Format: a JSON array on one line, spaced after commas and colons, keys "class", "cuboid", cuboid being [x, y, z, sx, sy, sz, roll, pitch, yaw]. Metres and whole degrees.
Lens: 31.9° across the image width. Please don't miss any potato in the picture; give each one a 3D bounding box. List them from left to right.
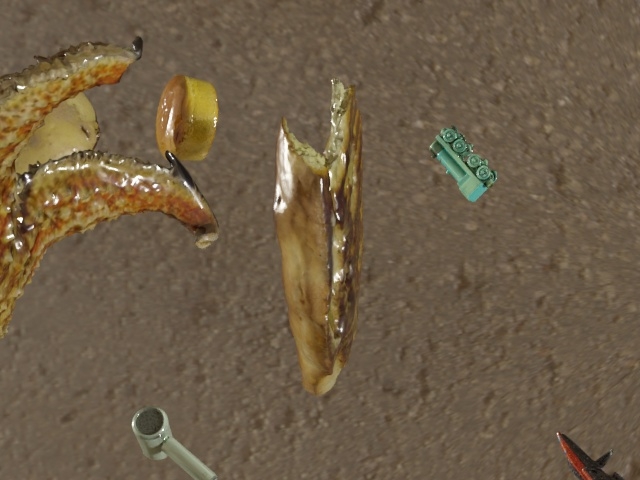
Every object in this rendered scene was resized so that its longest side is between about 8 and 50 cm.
[{"class": "potato", "cuboid": [-0.481, -0.184, 1.745, 0.239, 0.116, 0.299, -35, 39, -5]}]

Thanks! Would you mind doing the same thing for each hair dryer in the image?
[{"class": "hair dryer", "cuboid": [-0.143, 0.227, 1.168, 0.124, 0.063, 0.038, 35, 65, 21]}]

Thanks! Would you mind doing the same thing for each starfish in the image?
[{"class": "starfish", "cuboid": [-0.194, 0.026, 0.632, 0.303, 0.312, 0.113, -37, 79, -29]}]

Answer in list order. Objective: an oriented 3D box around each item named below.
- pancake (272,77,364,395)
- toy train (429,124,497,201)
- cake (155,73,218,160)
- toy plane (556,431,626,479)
[{"class": "pancake", "cuboid": [0.000, 0.000, 0.900, 0.056, 0.212, 0.258, 2, 85, 9]}, {"class": "toy train", "cuboid": [0.156, -0.086, 1.235, 0.045, 0.029, 0.092, -45, 60, 13]}, {"class": "cake", "cuboid": [-0.130, -0.116, 1.072, 0.044, 0.084, 0.084, 7, 90, -23]}, {"class": "toy plane", "cuboid": [0.342, 0.292, 1.302, 0.061, 0.130, 0.189, -37, 61, 12]}]
